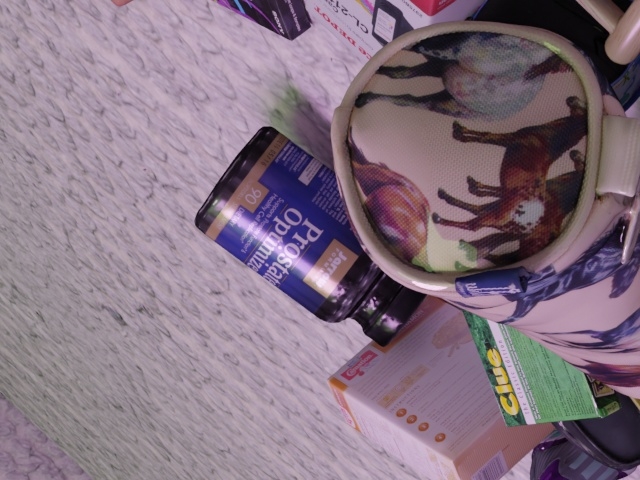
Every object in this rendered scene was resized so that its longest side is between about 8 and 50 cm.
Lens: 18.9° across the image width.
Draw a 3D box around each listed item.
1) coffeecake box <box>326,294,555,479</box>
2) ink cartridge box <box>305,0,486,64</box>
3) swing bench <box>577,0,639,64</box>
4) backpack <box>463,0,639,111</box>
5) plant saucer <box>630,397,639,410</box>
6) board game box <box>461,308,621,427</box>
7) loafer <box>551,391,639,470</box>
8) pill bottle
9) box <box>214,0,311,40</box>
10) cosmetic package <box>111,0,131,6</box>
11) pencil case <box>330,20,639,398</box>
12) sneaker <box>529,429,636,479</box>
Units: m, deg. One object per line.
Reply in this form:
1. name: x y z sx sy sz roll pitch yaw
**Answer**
1. coffeecake box: 0.121 0.146 1.820 0.185 0.142 0.068 30 152 45
2. ink cartridge box: 0.059 -0.199 1.430 0.127 0.072 0.175 44 159 17
3. swing bench: 0.148 -0.273 0.965 0.253 0.165 0.254 46 160 13
4. backpack: 0.165 -0.126 1.292 0.114 0.105 0.084 29 158 27
5. plant saucer: 0.297 0.100 1.502 0.188 0.045 0.188 52 161 -7
6. board game box: 0.153 0.027 1.576 0.136 0.030 0.259 -15 97 58
7. loafer: 0.212 0.104 1.646 0.223 0.076 0.078 55 168 -3
8. pill bottle: 0.000 0.000 1.821 0.219 0.123 0.123 36 160 -1
9. box: -0.082 -0.251 1.705 0.162 0.029 0.116 30 152 41
10. cosmetic package: -0.137 -0.331 1.493 0.153 0.129 0.296 50 156 12
11. pencil case: 0.168 -0.003 1.205 0.183 0.160 0.410 21 177 30
12. sneaker: 0.221 0.233 1.830 0.083 0.098 0.223 47 160 9
